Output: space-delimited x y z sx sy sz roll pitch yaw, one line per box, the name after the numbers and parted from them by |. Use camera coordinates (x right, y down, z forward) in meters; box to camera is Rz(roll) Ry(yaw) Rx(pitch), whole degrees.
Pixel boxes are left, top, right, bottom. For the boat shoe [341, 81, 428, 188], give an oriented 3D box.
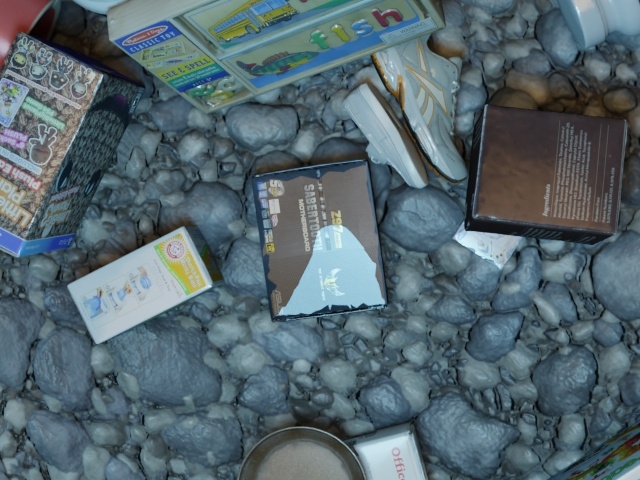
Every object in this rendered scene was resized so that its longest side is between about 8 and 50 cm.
0.096 -0.151 1.746 0.063 0.066 0.184 -33 92 21 | boat shoe

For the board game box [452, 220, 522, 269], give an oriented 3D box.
0.264 -0.016 1.755 0.090 0.020 0.090 34 96 4 | board game box

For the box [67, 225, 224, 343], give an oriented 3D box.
-0.265 0.066 1.766 0.203 0.114 0.103 -27 89 6 | box

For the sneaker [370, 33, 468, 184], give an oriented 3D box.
0.174 -0.214 1.714 0.121 0.099 0.262 -26 88 2 | sneaker

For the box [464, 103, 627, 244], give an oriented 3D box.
0.321 -0.091 1.657 0.203 0.168 0.167 7 86 3 | box

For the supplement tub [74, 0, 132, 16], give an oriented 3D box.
-0.283 -0.415 1.663 0.191 0.272 0.191 0 93 6 | supplement tub

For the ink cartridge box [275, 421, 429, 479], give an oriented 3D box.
0.059 0.384 1.761 0.217 0.092 0.159 -15 91 8 | ink cartridge box

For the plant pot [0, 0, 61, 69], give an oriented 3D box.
-0.540 -0.340 1.711 0.243 0.275 0.275 30 96 -6 | plant pot

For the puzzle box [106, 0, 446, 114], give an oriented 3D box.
-0.055 -0.311 1.608 0.408 0.272 0.052 -18 66 20 | puzzle box

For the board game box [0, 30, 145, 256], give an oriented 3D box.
-0.411 -0.140 1.711 0.141 0.232 0.291 27 96 4 | board game box

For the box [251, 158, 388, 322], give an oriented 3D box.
0.000 0.000 1.763 0.183 0.059 0.233 -7 92 5 | box

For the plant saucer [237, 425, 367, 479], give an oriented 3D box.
-0.025 0.372 1.707 0.198 0.036 0.199 0 92 7 | plant saucer

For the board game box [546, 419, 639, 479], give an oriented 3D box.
0.409 0.358 1.673 0.305 0.193 0.053 -35 90 6 | board game box

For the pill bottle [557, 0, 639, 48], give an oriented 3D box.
0.477 -0.387 1.647 0.264 0.153 0.153 -24 90 7 | pill bottle
